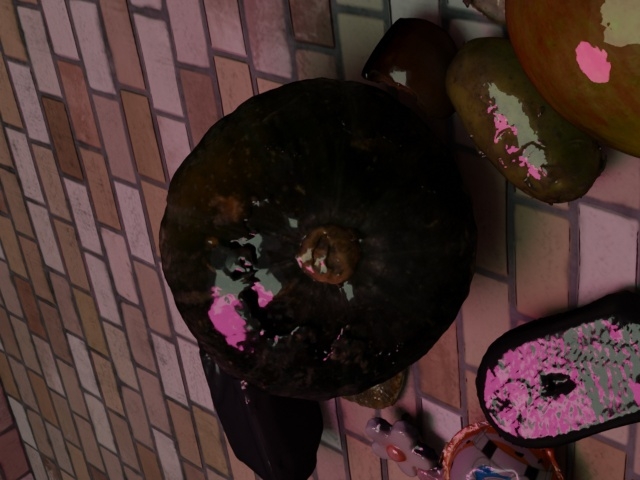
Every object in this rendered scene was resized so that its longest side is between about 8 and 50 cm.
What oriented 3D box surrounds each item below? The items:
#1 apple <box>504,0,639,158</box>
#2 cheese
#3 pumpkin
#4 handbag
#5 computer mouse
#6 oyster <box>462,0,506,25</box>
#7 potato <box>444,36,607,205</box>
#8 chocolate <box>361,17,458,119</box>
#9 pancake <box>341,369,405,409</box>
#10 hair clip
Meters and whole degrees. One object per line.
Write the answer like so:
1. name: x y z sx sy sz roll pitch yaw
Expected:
1. apple: 0.350 -0.232 0.961 0.339 0.339 0.340 28 135 32
2. cheese: 0.301 0.342 1.610 0.217 0.129 0.329 29 118 23
3. pumpkin: 0.000 0.000 1.442 0.454 0.454 0.344 66 171 -13
4. handbag: -0.093 0.305 1.978 0.275 0.177 0.302 17 129 60
5. computer mouse: 0.362 0.183 1.425 0.323 0.116 0.183 -25 86 38
6. oyster: 0.253 -0.395 1.162 0.128 0.079 0.345 21 133 9
7. potato: 0.256 -0.156 1.298 0.251 0.113 0.149 53 141 9
8. chocolate: 0.135 -0.224 1.380 0.133 0.124 0.127 31 140 -16
9. pancake: 0.055 0.198 1.847 0.253 0.037 0.254 28 136 31
10. hair clip: 0.188 0.399 1.829 0.257 0.075 0.146 47 138 4
